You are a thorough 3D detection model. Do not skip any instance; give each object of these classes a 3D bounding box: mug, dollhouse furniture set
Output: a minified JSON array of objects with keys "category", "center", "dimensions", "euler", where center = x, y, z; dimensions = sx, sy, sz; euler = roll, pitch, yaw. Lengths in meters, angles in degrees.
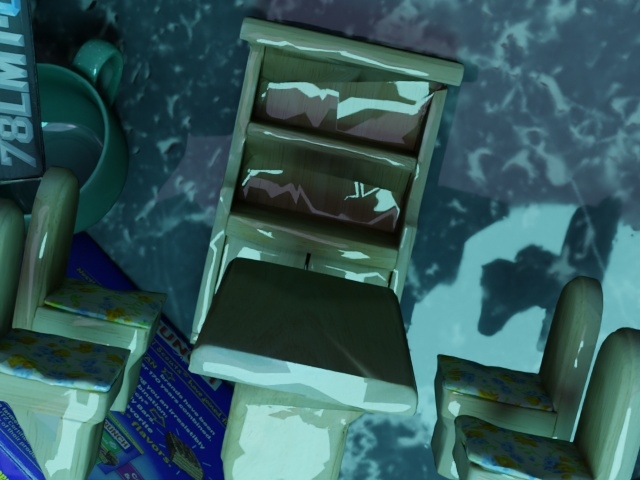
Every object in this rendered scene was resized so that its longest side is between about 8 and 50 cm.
[{"category":"mug","center":[-0.210,-0.073,1.003],"dimensions":[0.157,0.097,0.129],"euler":[-26,74,-2]},{"category":"dollhouse furniture set","center":[0.000,0.000,0.810],"dimensions":[0.362,0.394,0.256],"euler":[12,101,-2]}]

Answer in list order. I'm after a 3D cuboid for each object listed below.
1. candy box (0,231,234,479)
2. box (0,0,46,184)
[{"category":"candy box","center":[-0.188,0.145,0.924],"dimensions":[0.268,0.317,0.122],"euler":[45,107,5]},{"category":"box","center":[-0.240,-0.235,0.846],"dimensions":[0.073,0.293,0.295],"euler":[-6,126,-11]}]
